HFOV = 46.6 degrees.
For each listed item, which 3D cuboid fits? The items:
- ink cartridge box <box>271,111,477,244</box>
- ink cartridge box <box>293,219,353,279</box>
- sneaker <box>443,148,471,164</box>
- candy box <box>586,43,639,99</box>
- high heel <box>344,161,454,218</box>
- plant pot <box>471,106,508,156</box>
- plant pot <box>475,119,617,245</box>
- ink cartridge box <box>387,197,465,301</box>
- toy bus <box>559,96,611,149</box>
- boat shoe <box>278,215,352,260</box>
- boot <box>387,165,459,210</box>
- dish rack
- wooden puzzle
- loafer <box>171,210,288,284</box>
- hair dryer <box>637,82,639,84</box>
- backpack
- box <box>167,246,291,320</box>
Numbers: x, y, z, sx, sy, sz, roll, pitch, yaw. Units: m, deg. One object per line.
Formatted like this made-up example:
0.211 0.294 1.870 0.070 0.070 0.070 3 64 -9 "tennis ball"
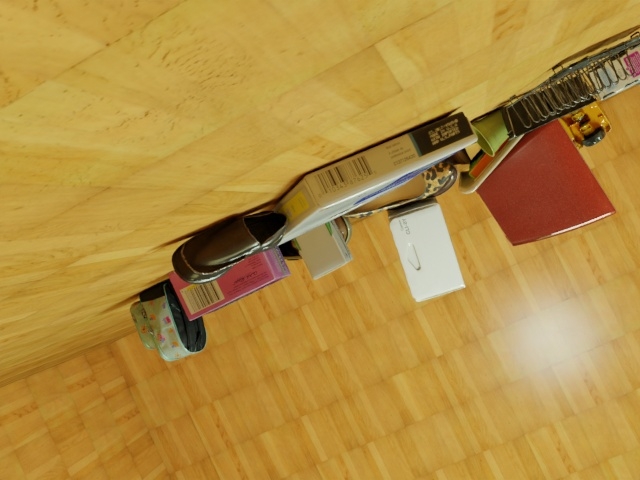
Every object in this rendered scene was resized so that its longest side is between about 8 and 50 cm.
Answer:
0.071 -0.102 1.287 0.304 0.072 0.307 -26 180 -20 "ink cartridge box"
0.000 0.000 1.715 0.087 0.153 0.208 -27 179 6 "ink cartridge box"
0.301 -0.192 1.701 0.071 0.066 0.188 -25 177 13 "sneaker"
0.688 -0.382 1.524 0.233 0.071 0.159 -29 178 41 "candy box"
0.172 -0.110 1.712 0.186 0.093 0.261 -32 -169 -40 "high heel"
0.352 -0.225 1.494 0.079 0.083 0.083 -38 178 1 "plant pot"
0.502 -0.137 1.771 0.236 0.267 0.267 -33 -172 14 "plant pot"
0.321 -0.007 2.323 0.161 0.279 0.384 -18 -168 9 "ink cartridge box"
0.716 -0.340 2.131 0.220 0.149 0.211 -31 -172 37 "toy bus"
-0.026 0.002 1.961 0.105 0.110 0.307 -26 178 -30 "boat shoe"
0.255 -0.138 2.102 0.249 0.090 0.207 -23 -178 36 "boot"
0.465 -0.282 1.352 0.208 0.074 0.271 -26 178 -16 "dish rack"
0.392 -0.212 1.636 0.238 0.044 0.221 -46 -177 19 "wooden puzzle"
-0.141 -0.004 1.195 0.220 0.080 0.078 -30 171 -38 "loafer"
0.832 -0.397 1.586 0.223 0.080 0.293 -44 -168 -13 "hair dryer"
-0.362 0.199 1.807 0.145 0.188 0.166 -26 178 13 "backpack"
-0.202 0.079 1.717 0.214 0.117 0.243 -26 178 5 "box"
